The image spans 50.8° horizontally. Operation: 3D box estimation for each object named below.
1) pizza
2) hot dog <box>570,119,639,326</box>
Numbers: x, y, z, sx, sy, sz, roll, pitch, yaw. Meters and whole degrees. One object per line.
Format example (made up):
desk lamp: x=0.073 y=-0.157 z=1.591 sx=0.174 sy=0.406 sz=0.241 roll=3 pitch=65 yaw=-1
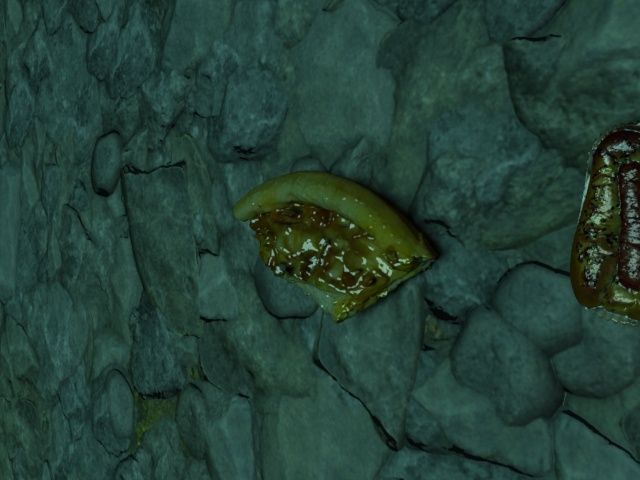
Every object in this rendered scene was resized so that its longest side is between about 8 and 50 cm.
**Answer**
pizza: x=0.000 y=0.000 z=0.908 sx=0.365 sy=0.074 sz=0.182 roll=25 pitch=99 yaw=43
hot dog: x=0.290 y=-0.017 z=0.629 sx=0.108 sy=0.059 sz=0.191 roll=10 pitch=95 yaw=41
